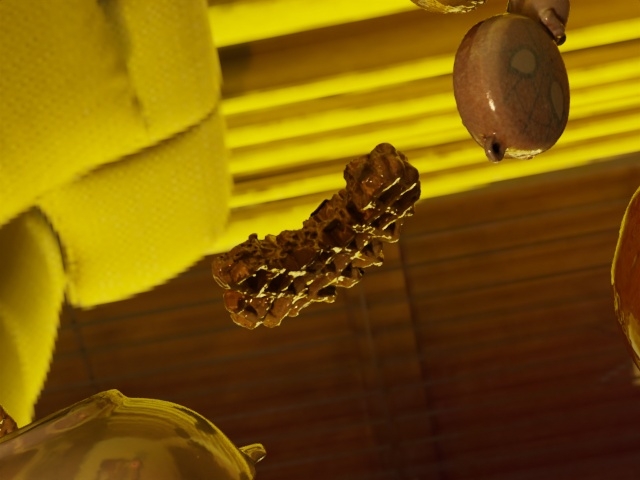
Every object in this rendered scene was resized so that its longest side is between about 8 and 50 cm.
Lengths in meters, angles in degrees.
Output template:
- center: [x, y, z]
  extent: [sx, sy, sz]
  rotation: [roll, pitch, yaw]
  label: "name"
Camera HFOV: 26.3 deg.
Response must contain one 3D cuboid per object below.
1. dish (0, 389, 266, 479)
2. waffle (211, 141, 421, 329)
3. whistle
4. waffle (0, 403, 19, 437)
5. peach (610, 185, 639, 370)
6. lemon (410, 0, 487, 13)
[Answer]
- center: [-0.157, 0.148, 0.826]
  extent: [0.236, 0.227, 0.086]
  rotation: [-23, 90, -58]
  label: "dish"
- center: [-0.001, -0.003, 1.144]
  extent: [0.051, 0.194, 0.149]
  rotation: [54, -14, 30]
  label: "waffle"
- center: [0.152, -0.148, 1.026]
  extent: [0.107, 0.057, 0.220]
  rotation: [41, 57, -34]
  label: "whistle"
- center: [-0.342, 0.290, 1.276]
  extent: [0.055, 0.221, 0.248]
  rotation: [27, -31, 37]
  label: "waffle"
- center: [0.481, 0.050, 1.477]
  extent: [0.302, 0.342, 0.343]
  rotation: [81, 2, -51]
  label: "peach"
- center: [0.095, -0.218, 1.062]
  extent: [0.110, 0.082, 0.082]
  rotation: [36, -34, 49]
  label: "lemon"
